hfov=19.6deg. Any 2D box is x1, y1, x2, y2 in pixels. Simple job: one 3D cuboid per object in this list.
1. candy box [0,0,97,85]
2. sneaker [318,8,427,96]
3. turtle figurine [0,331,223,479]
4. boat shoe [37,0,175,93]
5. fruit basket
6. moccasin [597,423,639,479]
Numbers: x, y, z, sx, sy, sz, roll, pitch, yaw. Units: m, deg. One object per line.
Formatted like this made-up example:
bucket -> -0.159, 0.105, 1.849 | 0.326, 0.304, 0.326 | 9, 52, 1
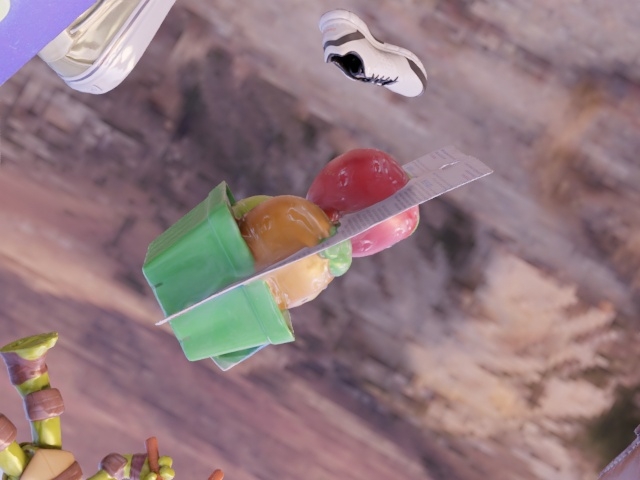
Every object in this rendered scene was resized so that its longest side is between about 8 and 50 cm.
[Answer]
candy box -> -0.308, -0.153, 0.987 | 0.268, 0.317, 0.122 | 48, -177, -36
sneaker -> 0.039, -0.133, 1.421 | 0.109, 0.043, 0.040 | 28, 139, -34
turtle figurine -> -0.224, 0.192, 1.567 | 0.087, 0.269, 0.217 | 3, 116, 60
boat shoe -> -0.166, -0.280, 1.706 | 0.109, 0.302, 0.094 | 21, 171, 38
fruit basket -> 0.000, 0.000, 1.888 | 0.327, 0.353, 0.165 | -119, 9, -82
moccasin -> 0.338, 0.123, 1.489 | 0.139, 0.147, 0.380 | 6, 144, -18
